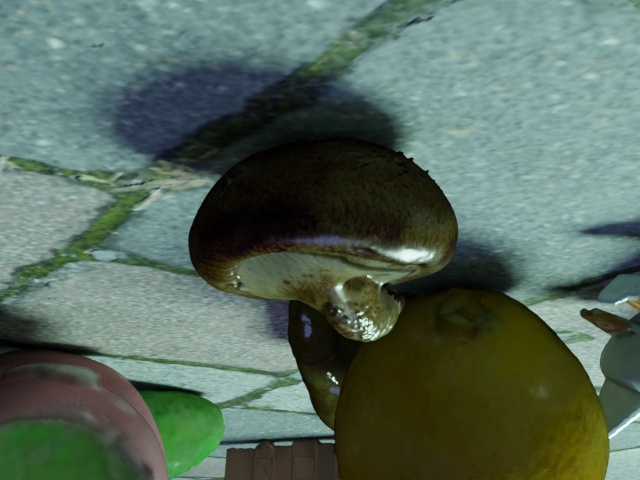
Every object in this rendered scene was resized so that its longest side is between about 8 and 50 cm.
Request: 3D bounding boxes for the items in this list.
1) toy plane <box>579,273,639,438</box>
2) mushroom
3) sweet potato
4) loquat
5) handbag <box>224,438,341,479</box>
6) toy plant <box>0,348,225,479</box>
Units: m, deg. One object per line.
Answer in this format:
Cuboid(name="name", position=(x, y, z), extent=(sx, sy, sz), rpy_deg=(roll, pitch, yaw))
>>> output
Cuboid(name="toy plane", position=(0.268, 0.085, 0.705), extent=(0.245, 0.117, 0.244), rpy_deg=(26, 164, 8))
Cuboid(name="mushroom", position=(0.000, 0.000, 0.521), extent=(0.127, 0.087, 0.127), rpy_deg=(-4, 164, -1))
Cuboid(name="sweet potato", position=(0.018, 0.101, 0.865), extent=(0.075, 0.074, 0.269), rpy_deg=(-7, 147, 19))
Cuboid(name="loquat", position=(0.098, 0.139, 0.756), extent=(0.176, 0.187, 0.234), rpy_deg=(-8, 130, -6))
Cuboid(name="handbag", position=(-0.017, 0.328, 1.421), extent=(0.212, 0.157, 0.059), rpy_deg=(-6, 153, 15))
Cuboid(name="toy plant", position=(-0.213, 0.197, 0.949), extent=(0.317, 0.210, 0.356), rpy_deg=(2, 174, -14))
